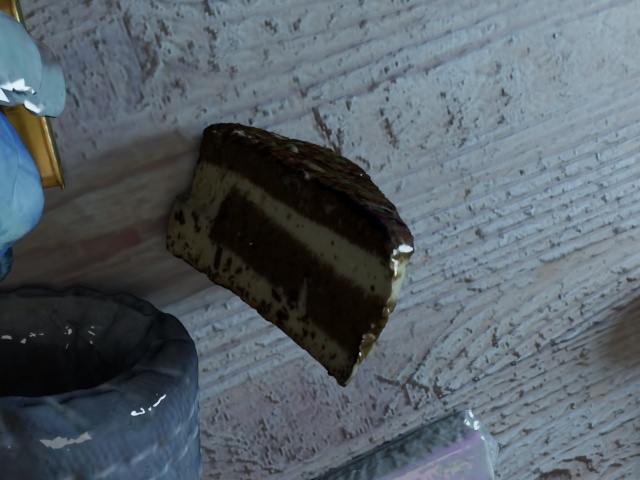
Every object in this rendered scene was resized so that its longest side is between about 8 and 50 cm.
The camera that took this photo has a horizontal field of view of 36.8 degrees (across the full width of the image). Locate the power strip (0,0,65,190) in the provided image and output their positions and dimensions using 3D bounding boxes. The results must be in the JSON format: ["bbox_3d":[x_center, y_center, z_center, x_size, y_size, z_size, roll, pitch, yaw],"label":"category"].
[{"bbox_3d":[-0.209,-0.117,0.659,0.028,0.049,0.178,-12,111,-9],"label":"power strip"}]

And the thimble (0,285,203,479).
[{"bbox_3d":[-0.199,0.143,0.664,0.236,0.205,0.172,-4,110,-18],"label":"thimble"}]

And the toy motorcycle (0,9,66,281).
[{"bbox_3d":[-0.259,-0.022,0.423,0.319,0.241,0.182,8,85,-41],"label":"toy motorcycle"}]

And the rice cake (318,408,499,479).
[{"bbox_3d":[0.003,0.249,0.850,0.364,0.056,0.073,-21,115,-11],"label":"rice cake"}]

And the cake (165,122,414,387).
[{"bbox_3d":[0.010,0.004,0.676,0.135,0.246,0.112,8,105,-40],"label":"cake"}]
